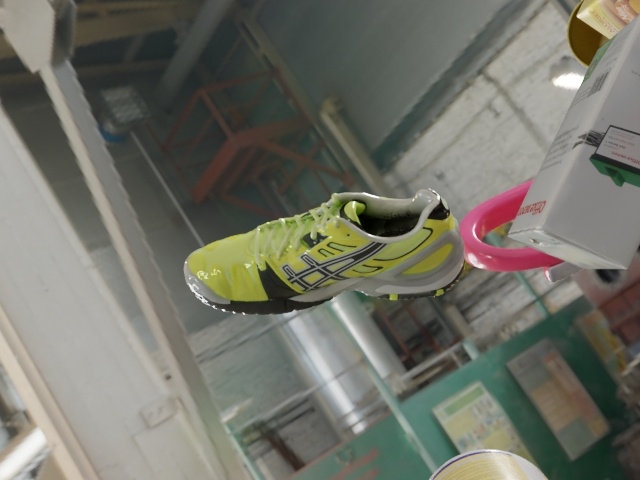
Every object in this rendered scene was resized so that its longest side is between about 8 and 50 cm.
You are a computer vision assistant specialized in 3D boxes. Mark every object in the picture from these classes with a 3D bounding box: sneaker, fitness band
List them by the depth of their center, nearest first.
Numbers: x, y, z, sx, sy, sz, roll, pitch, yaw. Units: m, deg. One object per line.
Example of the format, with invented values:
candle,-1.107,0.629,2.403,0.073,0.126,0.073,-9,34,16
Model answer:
sneaker,0.000,0.000,1.342,0.384,0.145,0.147,-9,-47,3
fitness band,0.346,-0.029,1.470,0.291,0.209,0.054,-22,-59,-15

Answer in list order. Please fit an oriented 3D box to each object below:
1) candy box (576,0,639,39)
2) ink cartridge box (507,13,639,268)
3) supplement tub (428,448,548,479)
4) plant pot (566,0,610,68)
candy box,0.538,-0.290,1.356,0.087,0.316,0.183,-61,7,-19
ink cartridge box,0.275,-0.085,0.934,0.160,0.092,0.219,44,-109,-88
supplement tub,0.275,0.467,1.492,0.241,0.241,0.331,-34,1,2
plant pot,0.464,-0.320,1.550,0.134,0.134,0.095,-38,-20,19
